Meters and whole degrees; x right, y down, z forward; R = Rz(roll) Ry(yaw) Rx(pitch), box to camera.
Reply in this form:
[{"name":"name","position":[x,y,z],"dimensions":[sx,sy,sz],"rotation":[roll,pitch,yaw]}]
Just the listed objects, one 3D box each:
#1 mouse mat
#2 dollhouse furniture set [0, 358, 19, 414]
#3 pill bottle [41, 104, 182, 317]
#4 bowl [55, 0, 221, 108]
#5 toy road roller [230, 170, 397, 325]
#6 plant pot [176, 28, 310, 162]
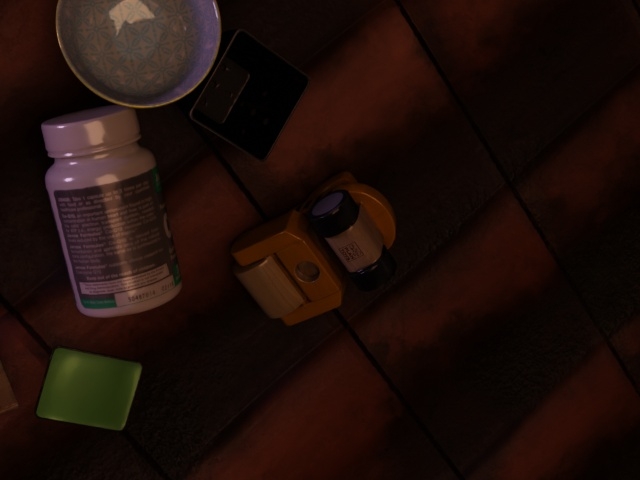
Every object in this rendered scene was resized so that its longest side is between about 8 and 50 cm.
[{"name":"mouse mat","position":[-0.460,0.297,2.041],"dimensions":[0.190,0.007,0.152],"rotation":[16,94,-24]},{"name":"dollhouse furniture set","position":[-0.689,0.266,1.839],"dimensions":[0.242,0.212,0.161],"rotation":[-21,146,-17]},{"name":"pill bottle","position":[-0.388,-0.057,1.890],"dimensions":[0.204,0.204,0.361],"rotation":[-16,107,-20]},{"name":"bowl","position":[-0.332,-0.374,1.862],"dimensions":[0.289,0.156,0.289],"rotation":[0,89,-13]},{"name":"toy road roller","position":[0.000,0.000,2.100],"dimensions":[0.329,0.240,0.202],"rotation":[-25,115,23]},{"name":"plant pot","position":[-0.169,-0.285,1.948],"dimensions":[0.188,0.167,0.187],"rotation":[31,87,-37]}]
